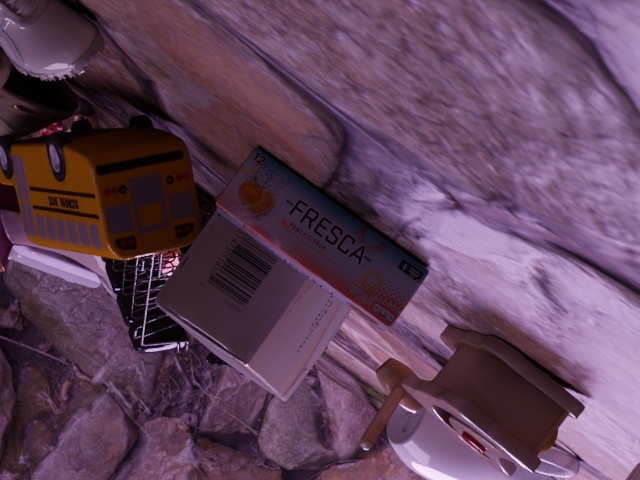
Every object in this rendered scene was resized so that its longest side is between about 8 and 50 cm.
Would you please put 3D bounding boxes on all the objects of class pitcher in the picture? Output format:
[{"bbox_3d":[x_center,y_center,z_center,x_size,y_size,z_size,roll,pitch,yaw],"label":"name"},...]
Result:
[{"bbox_3d":[0.203,0.251,1.622,0.207,0.125,0.177,28,155,-23],"label":"pitcher"}]

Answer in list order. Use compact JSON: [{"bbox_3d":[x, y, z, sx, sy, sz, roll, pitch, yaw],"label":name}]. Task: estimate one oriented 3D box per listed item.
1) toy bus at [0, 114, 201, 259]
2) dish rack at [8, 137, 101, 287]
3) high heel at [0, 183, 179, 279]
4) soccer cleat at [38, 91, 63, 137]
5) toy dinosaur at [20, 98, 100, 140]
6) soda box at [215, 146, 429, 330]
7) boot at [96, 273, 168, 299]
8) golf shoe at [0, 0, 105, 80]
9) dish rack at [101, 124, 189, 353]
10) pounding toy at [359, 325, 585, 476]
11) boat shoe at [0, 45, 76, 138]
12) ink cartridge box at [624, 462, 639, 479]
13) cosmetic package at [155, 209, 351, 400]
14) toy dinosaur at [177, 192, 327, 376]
[{"bbox_3d":[-0.247,-0.059,1.393,0.332,0.108,0.130,6,108,60],"label":"toy bus"},{"bbox_3d":[-0.468,-0.067,2.096,0.285,0.072,0.333,27,-149,-57],"label":"dish rack"},{"bbox_3d":[-0.328,-0.040,1.837,0.377,0.181,0.127,3,132,2],"label":"high heel"},{"bbox_3d":[-0.325,-0.157,1.562,0.029,0.083,0.035,-8,-145,-34],"label":"soccer cleat"},{"bbox_3d":[-0.319,-0.101,1.710,0.200,0.127,0.295,25,175,22],"label":"toy dinosaur"},{"bbox_3d":[0.000,0.000,1.111,0.183,0.063,0.058,36,173,2],"label":"soda box"},{"bbox_3d":[-0.207,0.057,1.915,0.190,0.208,0.076,48,-147,-17],"label":"boot"},{"bbox_3d":[-0.253,-0.191,1.061,0.176,0.069,0.086,30,165,28],"label":"golf shoe"},{"bbox_3d":[-0.215,-0.001,1.571,0.271,0.074,0.208,107,143,-54],"label":"dish rack"},{"bbox_3d":[0.144,0.189,1.276,0.154,0.155,0.269,42,171,-11],"label":"pounding toy"},{"bbox_3d":[-0.372,-0.207,1.405,0.098,0.109,0.302,-11,152,19],"label":"boat shoe"},{"bbox_3d":[0.389,0.327,1.298,0.218,0.092,0.158,34,172,24],"label":"ink cartridge box"},{"bbox_3d":[-0.053,0.056,1.332,0.113,0.160,0.309,33,173,13],"label":"cosmetic package"},{"bbox_3d":[-0.087,0.060,1.672,0.322,0.164,0.218,29,-169,-35],"label":"toy dinosaur"}]
